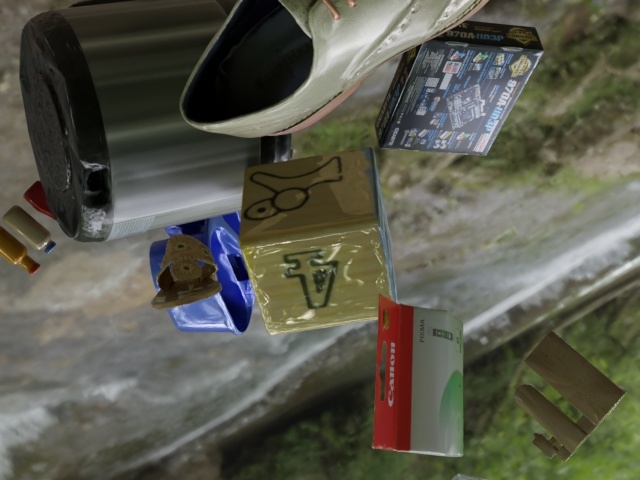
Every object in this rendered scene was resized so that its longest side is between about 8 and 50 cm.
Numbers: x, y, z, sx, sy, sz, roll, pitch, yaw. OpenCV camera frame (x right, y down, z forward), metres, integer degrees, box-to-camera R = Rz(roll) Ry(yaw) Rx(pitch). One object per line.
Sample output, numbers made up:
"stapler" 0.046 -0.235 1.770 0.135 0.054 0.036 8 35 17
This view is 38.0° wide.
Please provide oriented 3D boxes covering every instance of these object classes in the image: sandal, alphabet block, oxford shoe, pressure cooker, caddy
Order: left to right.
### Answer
"pressure cooker" -0.235 -0.203 1.491 0.421 0.370 0.375 -14 118 -25
"sandal" -0.174 0.031 1.170 0.088 0.079 0.240 -15 -176 -3
"caddy" -0.218 0.049 1.924 0.179 0.241 0.341 -3 142 11
"alphabet block" 0.000 0.000 1.363 0.197 0.192 0.193 -9 128 7
"oxford shoe" 0.039 -0.209 0.759 0.397 0.140 0.146 -43 176 29

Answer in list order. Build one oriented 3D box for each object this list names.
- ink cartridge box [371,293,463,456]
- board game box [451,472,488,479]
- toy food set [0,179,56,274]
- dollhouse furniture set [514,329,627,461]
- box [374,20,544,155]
"ink cartridge box" 0.125 0.169 1.136 0.056 0.180 0.225 -2 166 20
"board game box" 0.352 0.597 1.457 0.050 0.389 0.390 9 176 -41
"toy food set" -0.476 -0.057 1.657 0.232 0.104 0.111 -53 -167 -28
"dollhouse furniture set" 0.335 0.218 1.296 0.144 0.123 0.151 -52 159 12
"box" 0.190 -0.213 1.321 0.175 0.051 0.220 2 143 -14
